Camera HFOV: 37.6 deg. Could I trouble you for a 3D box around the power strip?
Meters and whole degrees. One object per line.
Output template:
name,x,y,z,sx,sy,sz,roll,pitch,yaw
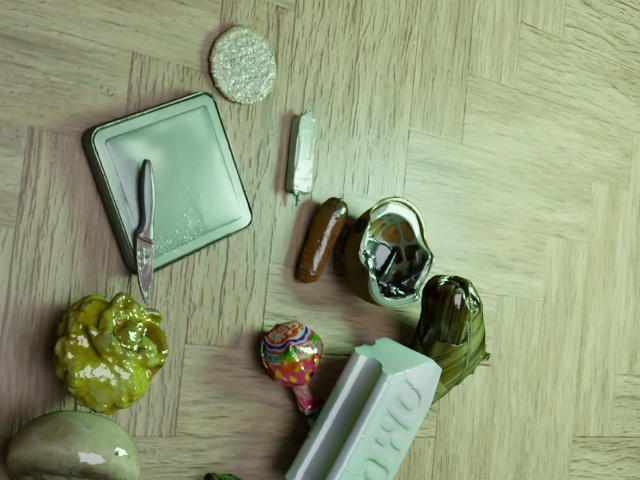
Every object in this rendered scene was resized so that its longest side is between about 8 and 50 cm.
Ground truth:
power strip,-0.038,-0.160,1.843,0.047,0.030,0.191,10,84,-39

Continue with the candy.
candy,-0.024,0.321,1.824,0.124,0.124,0.365,-34,118,-33

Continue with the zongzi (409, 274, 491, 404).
zongzi,0.223,0.235,1.953,0.288,0.134,0.286,-40,141,-21

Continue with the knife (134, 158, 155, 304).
knife,-0.296,-0.014,1.589,0.035,0.018,0.247,0,92,-40

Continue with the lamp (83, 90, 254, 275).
lamp,-0.259,-0.104,1.659,0.266,0.047,0.269,-26,106,-35

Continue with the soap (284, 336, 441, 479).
soap,0.094,0.360,1.829,0.347,0.115,0.208,-60,142,-14

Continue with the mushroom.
mushroom,-0.386,0.374,1.445,0.207,0.207,0.215,33,51,-33

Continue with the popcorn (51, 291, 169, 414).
popcorn,-0.337,0.180,1.510,0.197,0.155,0.198,-10,90,-69

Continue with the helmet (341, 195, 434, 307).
helmet,0.120,0.031,1.907,0.198,0.130,0.224,28,61,-36

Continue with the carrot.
carrot,0.000,0.000,1.858,0.060,0.060,0.186,31,78,-34

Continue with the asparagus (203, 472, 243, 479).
asparagus,-0.076,0.538,1.767,0.382,0.108,0.128,30,71,-37

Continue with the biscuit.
biscuit,-0.144,-0.328,1.767,0.152,0.020,0.152,-1,92,-38
